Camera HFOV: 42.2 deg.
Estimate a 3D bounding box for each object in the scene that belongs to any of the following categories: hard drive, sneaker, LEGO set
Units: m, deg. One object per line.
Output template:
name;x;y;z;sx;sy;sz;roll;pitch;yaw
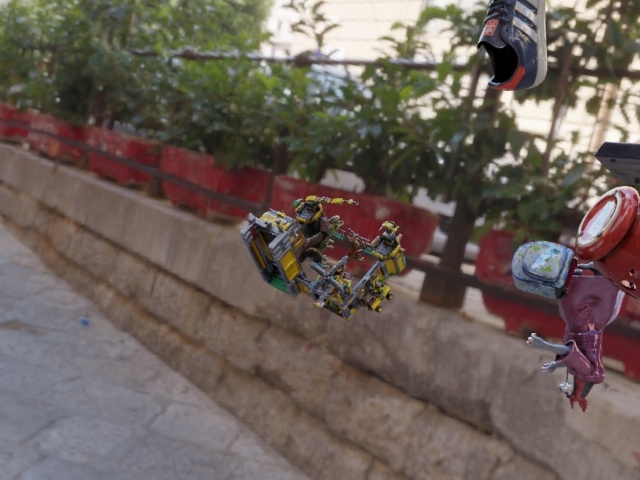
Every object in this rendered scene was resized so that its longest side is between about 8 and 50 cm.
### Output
hard drive;0.807;-0.189;2.072;0.172;0.054;0.254;10;-6;40
sneaker;0.420;-0.508;1.880;0.148;0.350;0.131;-18;16;-24
LEGO set;0.000;0.000;1.686;0.331;0.255;0.192;34;-23;39

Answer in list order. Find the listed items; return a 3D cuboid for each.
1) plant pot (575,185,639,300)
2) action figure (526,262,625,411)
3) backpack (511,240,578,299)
plant pot;0.612;-0.001;1.628;0.174;0.191;0.191;32;3;-7
action figure;0.682;0.252;2.127;0.275;0.370;0.248;-5;-11;22
backpack;0.441;0.052;1.657;0.114;0.105;0.084;10;-30;31
